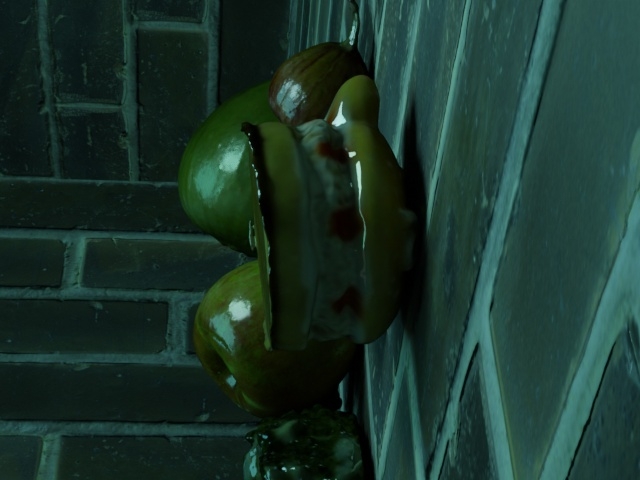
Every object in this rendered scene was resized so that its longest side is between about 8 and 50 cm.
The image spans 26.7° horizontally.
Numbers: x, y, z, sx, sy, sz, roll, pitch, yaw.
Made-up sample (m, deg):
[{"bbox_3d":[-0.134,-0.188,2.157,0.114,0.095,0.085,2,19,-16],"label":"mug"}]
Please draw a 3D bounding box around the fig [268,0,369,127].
[{"bbox_3d":[0.011,-0.223,1.972,0.202,0.148,0.149,-56,20,-21],"label":"fig"}]

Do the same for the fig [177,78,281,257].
[{"bbox_3d":[-0.077,-0.124,2.243,0.316,0.316,0.316,-179,90,-86],"label":"fig"}]

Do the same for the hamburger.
[{"bbox_3d":[0.010,-0.029,1.541,0.261,0.186,0.303,98,163,-65],"label":"hamburger"}]

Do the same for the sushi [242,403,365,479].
[{"bbox_3d":[-0.022,0.397,1.901,0.352,0.178,0.294,-98,11,-56],"label":"sushi"}]

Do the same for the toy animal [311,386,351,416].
[{"bbox_3d":[-0.010,0.235,2.182,0.146,0.114,0.245,-145,57,-85],"label":"toy animal"}]

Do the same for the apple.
[{"bbox_3d":[-0.060,0.143,2.045,0.246,0.226,0.246,46,157,27],"label":"apple"}]
